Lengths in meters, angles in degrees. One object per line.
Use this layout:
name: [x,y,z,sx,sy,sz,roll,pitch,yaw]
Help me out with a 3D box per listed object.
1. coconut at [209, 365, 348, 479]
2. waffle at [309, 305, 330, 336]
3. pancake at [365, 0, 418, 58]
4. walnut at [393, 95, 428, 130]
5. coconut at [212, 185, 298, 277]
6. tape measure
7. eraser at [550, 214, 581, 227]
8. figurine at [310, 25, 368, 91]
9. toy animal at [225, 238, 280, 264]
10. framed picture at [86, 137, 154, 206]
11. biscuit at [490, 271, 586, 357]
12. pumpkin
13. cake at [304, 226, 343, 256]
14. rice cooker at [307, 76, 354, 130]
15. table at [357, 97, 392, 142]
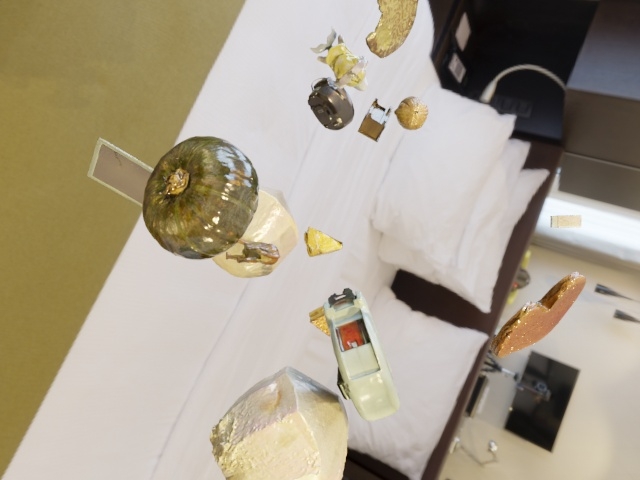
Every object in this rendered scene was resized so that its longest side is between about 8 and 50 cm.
coconut: [-0.079,0.469,1.215,0.309,0.298,0.297,-33,150,3]
waffle: [0.035,0.285,1.822,0.102,0.042,0.148,-31,136,15]
pancake: [0.203,-0.615,1.388,0.212,0.029,0.235,-23,141,-44]
walnut: [0.279,-0.393,1.568,0.124,0.105,0.105,-120,-140,-69]
coconut: [-0.218,-0.049,1.639,0.329,0.328,0.329,-41,142,-43]
tape measure: [0.091,0.279,1.191,0.246,0.125,0.243,-101,170,-58]
eraser: [0.716,-0.056,1.481,0.019,0.083,0.038,-32,122,-80]
figurine: [0.071,-0.541,1.555,0.128,0.208,0.184,-43,-162,13]
toy animal: [-0.144,0.022,1.112,0.099,0.241,0.057,5,89,-25]
framed picture: [-0.670,-0.219,1.800,0.231,0.293,0.018,-42,-157,47]
biscuit: [0.607,0.203,1.424,0.277,0.052,0.262,-12,133,-31]
pumpkin: [-0.207,-0.074,0.891,0.157,0.223,0.224,31,81,-57]
cake: [-0.003,0.001,1.829,0.184,0.079,0.116,-20,87,-47]
rice cooker: [0.038,-0.500,1.864,0.118,0.142,0.203,-50,117,-27]
table: [0.166,-0.359,1.505,0.083,0.070,0.082,-65,-175,-33]
